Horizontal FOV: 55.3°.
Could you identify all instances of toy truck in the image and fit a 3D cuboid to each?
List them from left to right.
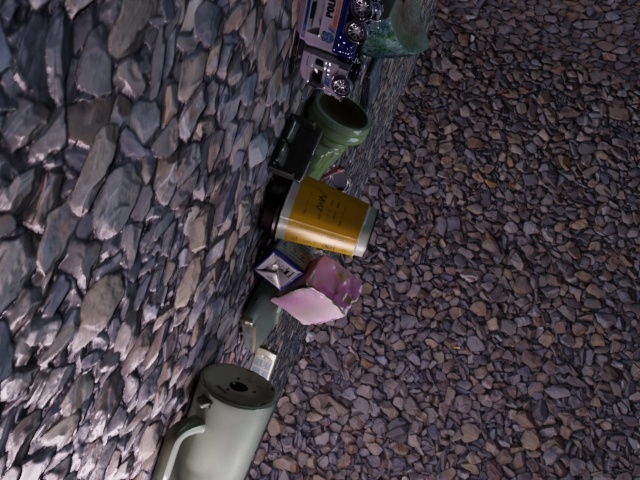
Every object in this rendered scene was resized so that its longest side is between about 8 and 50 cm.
[{"bbox_3d":[0.032,-0.431,1.237,0.268,0.155,0.124,107,8,-48],"label":"toy truck"}]

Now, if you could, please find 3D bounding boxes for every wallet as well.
[{"bbox_3d":[-0.144,0.162,1.896,0.252,0.083,0.361,92,21,-53],"label":"wallet"},{"bbox_3d":[0.199,-0.616,2.365,0.222,0.036,0.168,90,23,-65],"label":"wallet"}]

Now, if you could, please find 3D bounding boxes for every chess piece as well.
[{"bbox_3d":[0.002,-0.239,1.658,0.298,0.175,0.176,-58,-179,38],"label":"chess piece"}]

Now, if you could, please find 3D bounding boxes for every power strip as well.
[{"bbox_3d":[-0.216,0.474,2.229,0.029,0.079,0.227,-28,139,-71],"label":"power strip"}]

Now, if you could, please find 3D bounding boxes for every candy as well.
[{"bbox_3d":[-0.017,0.149,1.711,0.265,0.155,0.116,-29,-152,59],"label":"candy"}]

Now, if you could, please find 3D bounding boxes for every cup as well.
[{"bbox_3d":[-0.001,-0.063,1.554,0.196,0.279,0.197,18,90,-88],"label":"cup"}]

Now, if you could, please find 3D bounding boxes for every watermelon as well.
[{"bbox_3d":[0.153,-0.585,1.509,0.387,0.228,0.259,-29,132,-65],"label":"watermelon"}]

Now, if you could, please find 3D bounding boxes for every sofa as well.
[{"bbox_3d":[-0.056,-0.218,1.440,0.060,0.085,0.147,93,20,-77],"label":"sofa"}]

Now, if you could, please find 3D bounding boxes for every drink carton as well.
[{"bbox_3d":[-0.061,-0.018,1.733,0.130,0.106,0.315,-37,-162,45],"label":"drink carton"}]

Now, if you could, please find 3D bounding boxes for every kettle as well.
[{"bbox_3d":[-0.263,0.506,1.537,0.265,0.205,0.318,-51,163,-75],"label":"kettle"}]

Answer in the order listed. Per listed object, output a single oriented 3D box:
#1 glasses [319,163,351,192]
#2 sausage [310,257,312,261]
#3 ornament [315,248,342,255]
[{"bbox_3d":[-0.015,-0.139,2.156,0.268,0.118,0.234,-26,143,-49],"label":"glasses"},{"bbox_3d":[-0.094,0.137,2.262,0.348,0.053,0.053,-58,167,-56],"label":"sausage"},{"bbox_3d":[0.000,0.000,2.295,0.196,0.153,0.167,-36,147,-60],"label":"ornament"}]
